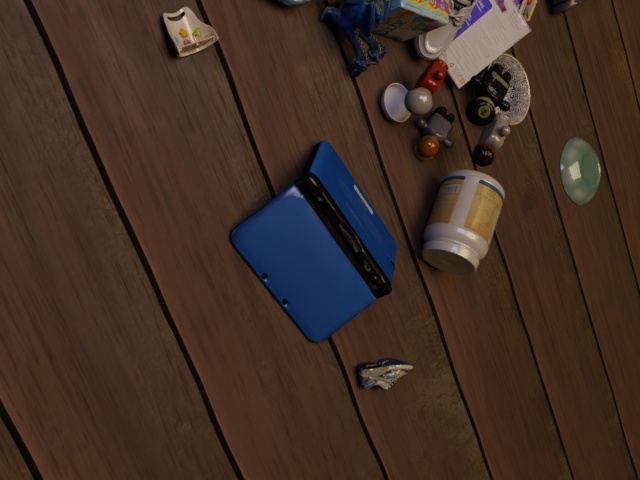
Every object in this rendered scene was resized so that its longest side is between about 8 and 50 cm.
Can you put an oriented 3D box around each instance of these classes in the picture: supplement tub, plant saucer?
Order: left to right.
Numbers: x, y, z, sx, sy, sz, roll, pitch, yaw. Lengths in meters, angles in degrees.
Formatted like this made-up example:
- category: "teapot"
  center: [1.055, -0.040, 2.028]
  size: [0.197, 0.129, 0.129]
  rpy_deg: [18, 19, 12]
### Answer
- category: "supplement tub"
  center: [0.310, -0.039, 1.483]
  size: [0.144, 0.144, 0.200]
  rpy_deg: [35, 67, -31]
- category: "plant saucer"
  center: [0.745, -0.197, 1.902]
  size: [0.195, 0.037, 0.195]
  rpy_deg: [2, 86, -39]

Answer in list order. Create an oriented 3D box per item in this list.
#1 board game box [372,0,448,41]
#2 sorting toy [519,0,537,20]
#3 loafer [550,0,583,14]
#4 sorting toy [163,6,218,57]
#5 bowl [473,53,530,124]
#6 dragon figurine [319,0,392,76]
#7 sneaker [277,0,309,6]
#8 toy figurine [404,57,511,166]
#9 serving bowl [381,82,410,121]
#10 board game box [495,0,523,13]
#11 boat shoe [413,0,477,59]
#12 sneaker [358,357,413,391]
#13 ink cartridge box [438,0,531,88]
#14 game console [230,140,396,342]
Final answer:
- category: "board game box"
  center: [0.169, -0.579, 1.403]
  size: [0.142, 0.144, 0.275]
  rpy_deg: [4, 86, -38]
- category: "sorting toy"
  center: [0.517, -0.587, 1.659]
  size: [0.062, 0.012, 0.083]
  rpy_deg: [6, 108, -52]
- category: "loafer"
  center: [0.739, -0.729, 1.888]
  size: [0.302, 0.109, 0.095]
  rpy_deg: [-36, 105, -31]
- category: "sorting toy"
  center: [-0.230, -0.356, 1.144]
  size: [0.083, 0.045, 0.075]
  rpy_deg: [-32, 99, -35]
- category: "bowl"
  center: [0.423, -0.357, 1.630]
  size: [0.170, 0.080, 0.170]
  rpy_deg: [2, 87, -38]
- category: "dragon figurine"
  center: [0.085, -0.450, 1.295]
  size: [0.144, 0.289, 0.085]
  rpy_deg: [36, 57, 11]
- category: "sneaker"
  center: [-0.108, -0.502, 1.218]
  size: [0.237, 0.086, 0.085]
  rpy_deg: [18, 78, -35]
- category: "toy figurine"
  center: [0.292, -0.261, 1.426]
  size: [0.148, 0.213, 0.209]
  rpy_deg: [-60, 151, -30]
- category: "serving bowl"
  center: [0.159, -0.294, 1.452]
  size: [0.083, 0.027, 0.083]
  rpy_deg: [3, 86, -37]
- category: "board game box"
  center: [0.387, -0.697, 1.566]
  size: [0.233, 0.078, 0.347]
  rpy_deg: [-33, 123, -34]
- category: "boat shoe"
  center: [0.279, -0.505, 1.431]
  size: [0.095, 0.084, 0.258]
  rpy_deg: [18, 107, -15]
- category: "sneaker"
  center: [0.133, 0.278, 1.392]
  size: [0.135, 0.052, 0.058]
  rpy_deg: [-1, 98, -31]
- category: "ink cartridge box"
  center: [0.335, -0.487, 1.521]
  size: [0.208, 0.045, 0.206]
  rpy_deg: [-38, 114, 8]
- category: "game console"
  center: [0.000, 0.000, 1.312]
  size: [0.293, 0.173, 0.250]
  rpy_deg: [55, 27, -23]
